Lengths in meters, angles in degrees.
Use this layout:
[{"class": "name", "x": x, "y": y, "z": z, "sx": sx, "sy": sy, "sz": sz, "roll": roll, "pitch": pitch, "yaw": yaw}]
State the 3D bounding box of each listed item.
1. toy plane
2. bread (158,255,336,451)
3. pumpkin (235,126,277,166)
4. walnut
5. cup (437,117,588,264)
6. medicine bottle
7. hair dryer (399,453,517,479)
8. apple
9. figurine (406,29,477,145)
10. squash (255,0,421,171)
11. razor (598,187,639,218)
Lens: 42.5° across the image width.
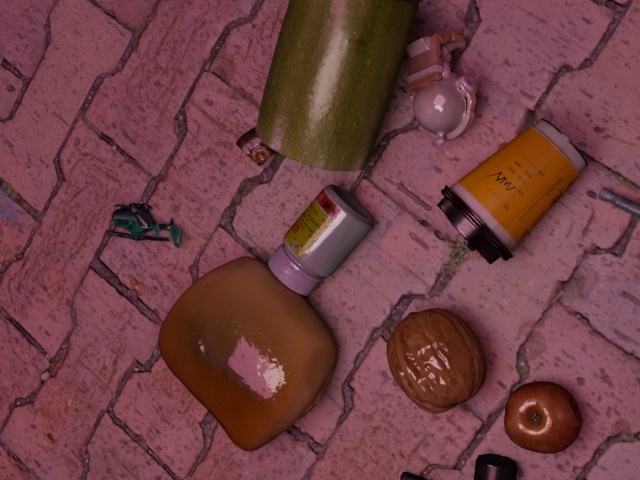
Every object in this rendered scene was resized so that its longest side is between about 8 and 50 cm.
[{"class": "toy plane", "x": -0.441, "y": -0.041, "z": 2.040, "sx": 0.235, "sy": 0.060, "sz": 0.096, "roll": 8, "pitch": 99, "yaw": 27}, {"class": "bread", "x": -0.162, "y": 0.248, "z": 1.808, "sx": 0.348, "sy": 0.253, "sz": 0.376, "roll": -46, "pitch": 74, "yaw": 12}, {"class": "pumpkin", "x": -0.141, "y": -0.219, "z": 1.931, "sx": 0.073, "sy": 0.035, "sz": 0.101, "roll": -45, "pitch": 69, "yaw": 4}, {"class": "walnut", "x": 0.233, "y": 0.238, "z": 1.673, "sx": 0.213, "sy": 0.213, "sz": 0.213, "roll": -1, "pitch": 88, "yaw": 23}, {"class": "cup", "x": 0.378, "y": -0.100, "z": 1.628, "sx": 0.280, "sy": 0.196, "sz": 0.196, "roll": -44, "pitch": 72, "yaw": 8}, {"class": "medicine bottle", "x": 0.000, "y": 0.000, "z": 1.804, "sx": 0.139, "sy": 0.139, "sz": 0.225, "roll": 45, "pitch": 105, "yaw": 18}, {"class": "hair dryer", "x": 0.276, "y": 0.530, "z": 1.704, "sx": 0.251, "sy": 0.089, "sz": 0.197, "roll": 8, "pitch": 92, "yaw": 30}, {"class": "apple", "x": 0.432, "y": 0.348, "z": 1.611, "sx": 0.146, "sy": 0.131, "sz": 0.146, "roll": -3, "pitch": 83, "yaw": 28}, {"class": "figurine", "x": 0.256, "y": -0.317, "z": 1.720, "sx": 0.163, "sy": 0.141, "sz": 0.236, "roll": -16, "pitch": 84, "yaw": 51}, {"class": "squash", "x": 0.032, "y": -0.363, "z": 1.682, "sx": 0.263, "sy": 0.263, "sz": 0.384, "roll": 29, "pitch": 117, "yaw": 21}, {"class": "razor", "x": 0.639, "y": -0.039, "z": 1.570, "sx": 0.232, "sy": 0.106, "sz": 0.068, "roll": 32, "pitch": 100, "yaw": 33}]
